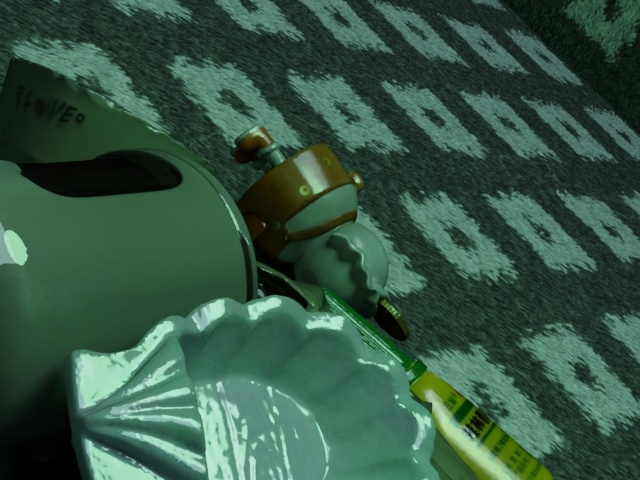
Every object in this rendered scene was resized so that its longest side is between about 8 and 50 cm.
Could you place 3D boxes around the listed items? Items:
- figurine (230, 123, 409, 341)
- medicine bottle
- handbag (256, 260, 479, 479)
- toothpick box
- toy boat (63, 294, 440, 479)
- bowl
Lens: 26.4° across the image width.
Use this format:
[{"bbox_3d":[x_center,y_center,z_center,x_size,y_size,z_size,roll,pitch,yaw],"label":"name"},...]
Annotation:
[{"bbox_3d":[0.006,-0.008,1.436,0.271,0.143,0.143,38,25,5],"label":"figurine"},{"bbox_3d":[0.095,0.164,1.325,0.309,0.076,0.111,41,17,8],"label":"medicine bottle"},{"bbox_3d":[0.026,0.142,1.164,0.316,0.109,0.253,50,1,21],"label":"handbag"},{"bbox_3d":[-0.213,0.051,0.969,0.229,0.229,0.316,48,28,22],"label":"toothpick box"},{"bbox_3d":[-0.051,0.139,0.944,0.290,0.100,0.199,10,50,-39],"label":"toy boat"},{"bbox_3d":[-0.208,-0.062,1.215,0.211,0.112,0.211,28,-5,3],"label":"bowl"}]
